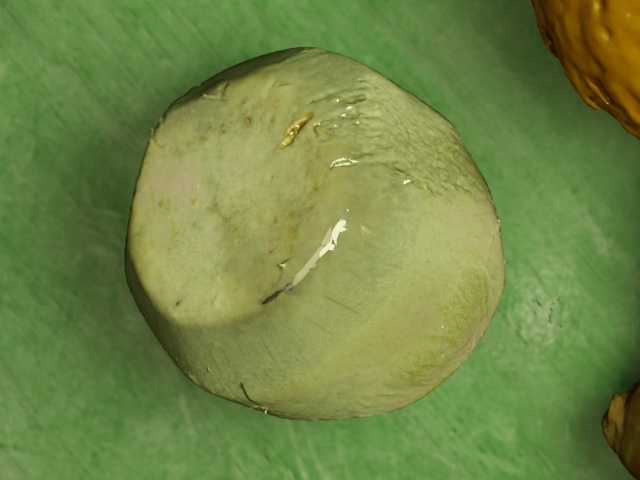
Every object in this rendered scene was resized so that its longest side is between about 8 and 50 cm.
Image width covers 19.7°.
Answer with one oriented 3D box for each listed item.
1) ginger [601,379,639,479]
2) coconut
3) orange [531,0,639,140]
[{"bbox_3d":[0.320,0.122,1.153,0.274,0.152,0.357,9,97,-13],"label":"ginger"},{"bbox_3d":[0.002,-0.002,1.147,0.227,0.230,0.227,-8,73,29],"label":"coconut"},{"bbox_3d":[0.287,-0.186,1.026,0.341,0.340,0.293,20,119,5],"label":"orange"}]
